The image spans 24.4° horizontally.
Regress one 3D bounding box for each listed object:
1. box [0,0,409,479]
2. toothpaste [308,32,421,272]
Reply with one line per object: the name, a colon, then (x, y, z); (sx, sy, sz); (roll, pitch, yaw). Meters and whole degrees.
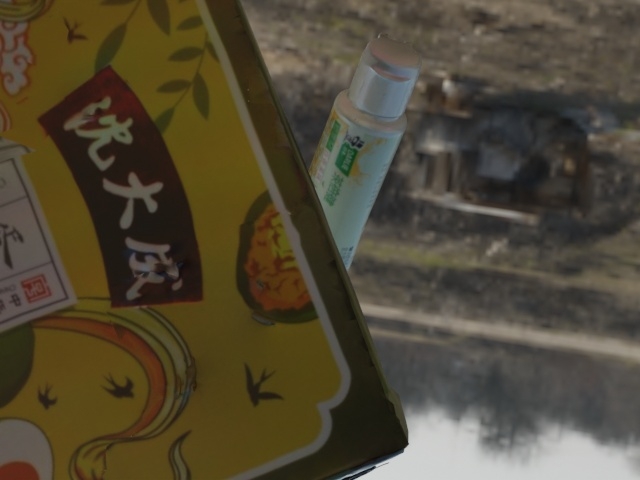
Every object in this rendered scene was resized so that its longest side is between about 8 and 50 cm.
box: (-0.209, 0.018, 0.814); (0.420, 0.373, 0.138); (-20, 177, -9)
toothpaste: (0.000, 0.000, 1.049); (0.056, 0.314, 0.058); (16, -146, -9)
